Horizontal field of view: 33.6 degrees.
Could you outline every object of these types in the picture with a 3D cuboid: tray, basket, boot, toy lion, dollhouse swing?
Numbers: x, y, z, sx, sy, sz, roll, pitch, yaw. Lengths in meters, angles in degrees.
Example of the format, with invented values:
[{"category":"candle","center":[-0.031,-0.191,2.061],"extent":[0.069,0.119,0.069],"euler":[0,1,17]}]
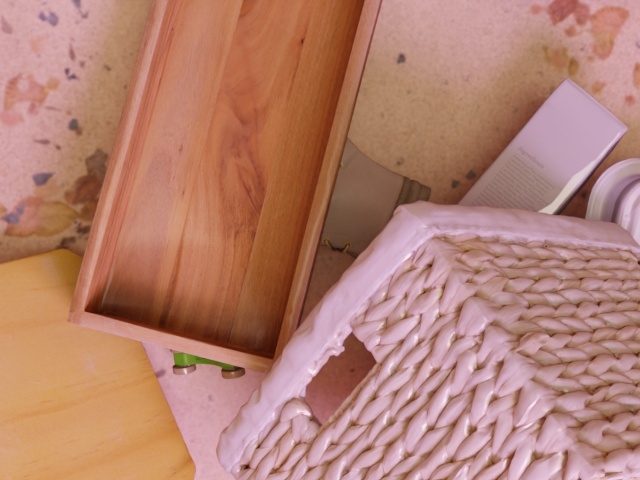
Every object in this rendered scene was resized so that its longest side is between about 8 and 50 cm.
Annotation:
[{"category":"tray","center":[-0.079,-0.098,0.992],"extent":[0.203,0.076,0.410],"euler":[14,87,3]},{"category":"basket","center":[0.153,0.172,0.923],"extent":[0.331,0.266,0.328],"euler":[2,135,-45]},{"category":"boot","center":[0.000,0.000,1.077],"extent":[0.165,0.077,0.213],"euler":[30,93,-15]},{"category":"toy lion","center":[-0.089,0.110,1.079],"extent":[0.100,0.096,0.034],"euler":[-1,102,32]},{"category":"dollhouse swing","center":[-0.357,0.211,1.006],"extent":[0.315,0.305,0.346],"euler":[-32,79,30]}]

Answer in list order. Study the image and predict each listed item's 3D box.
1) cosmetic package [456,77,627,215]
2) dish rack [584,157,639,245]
[{"category":"cosmetic package","center":[0.201,-0.041,1.072],"extent":[0.085,0.117,0.231],"euler":[42,92,10]},{"category":"dish rack","center":[0.392,0.097,1.071],"extent":[0.286,0.072,0.332],"euler":[8,97,-11]}]
